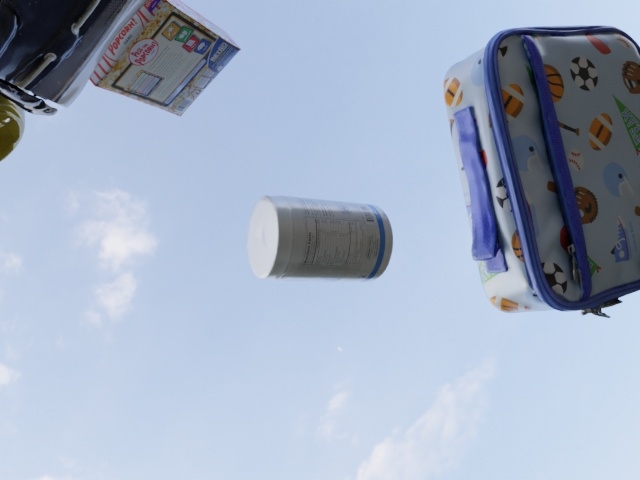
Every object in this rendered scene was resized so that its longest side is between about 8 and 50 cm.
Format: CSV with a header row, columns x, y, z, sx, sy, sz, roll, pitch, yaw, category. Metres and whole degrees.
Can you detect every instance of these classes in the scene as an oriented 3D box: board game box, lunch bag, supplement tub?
x,y,z,sx,sy,sz,roll,pitch,yaw,category
-0.217,-0.259,0.806,0.147,0.045,0.193,-43,-14,14,board game box
0.256,-0.069,0.605,0.243,0.115,0.303,-10,-94,-26,lunch bag
0.000,0.000,0.479,0.107,0.071,0.070,3,-74,-27,supplement tub

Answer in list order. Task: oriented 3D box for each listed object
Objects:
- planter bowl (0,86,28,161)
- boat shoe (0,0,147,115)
x,y,z,sx,sy,sz,roll,pitch,yaw,category
-0.447,-0.150,0.716,0.217,0.090,0.217,-41,-12,-11,planter bowl
-0.275,-0.303,0.620,0.127,0.158,0.340,29,-88,8,boat shoe
